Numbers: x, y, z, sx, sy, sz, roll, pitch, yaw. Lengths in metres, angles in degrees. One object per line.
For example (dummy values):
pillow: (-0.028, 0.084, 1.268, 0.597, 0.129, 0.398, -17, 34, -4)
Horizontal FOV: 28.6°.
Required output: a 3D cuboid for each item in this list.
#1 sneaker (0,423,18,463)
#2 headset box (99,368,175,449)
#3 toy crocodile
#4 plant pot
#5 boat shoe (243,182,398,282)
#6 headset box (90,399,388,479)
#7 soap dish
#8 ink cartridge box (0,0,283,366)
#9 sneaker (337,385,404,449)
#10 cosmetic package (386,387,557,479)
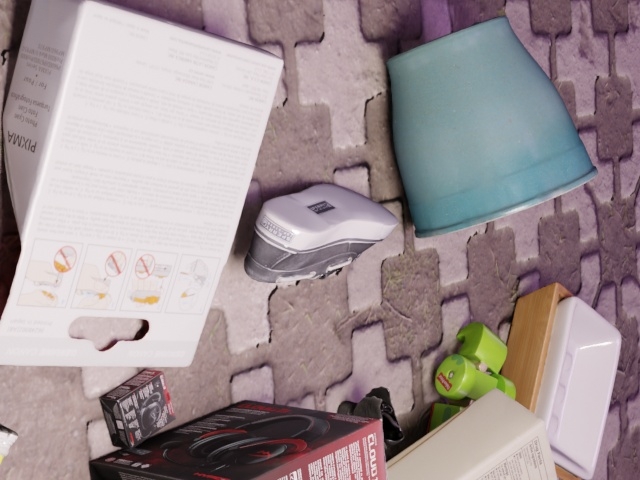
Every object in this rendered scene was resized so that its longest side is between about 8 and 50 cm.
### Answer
sneaker: (-0.379, 0.197, 1.160, 0.208, 0.081, 0.094, 25, 86, -43)
headset box: (-0.202, 0.188, 1.416, 0.083, 0.032, 0.062, -33, 117, -47)
toy crocodile: (0.203, 0.285, 1.886, 0.115, 0.105, 0.341, 26, 74, -31)
plant pot: (0.219, -0.169, 1.768, 0.271, 0.271, 0.255, -25, 96, -48)
boat shoe: (0.000, 0.000, 1.618, 0.301, 0.108, 0.102, -17, 138, -62)
headset box: (-0.077, 0.271, 1.429, 0.293, 0.218, 0.110, -15, 103, -49)
soap dish: (0.391, 0.243, 2.098, 0.229, 0.118, 0.291, 34, 65, -47)
ink cartridge box: (-0.216, -0.055, 1.379, 0.308, 0.091, 0.385, 8, 102, -52)
sneaker: (0.076, 0.275, 1.724, 0.051, 0.089, 0.170, -38, 120, -44)
cosmetic package: (0.171, 0.360, 1.730, 0.309, 0.113, 0.160, -31, 125, -20)
